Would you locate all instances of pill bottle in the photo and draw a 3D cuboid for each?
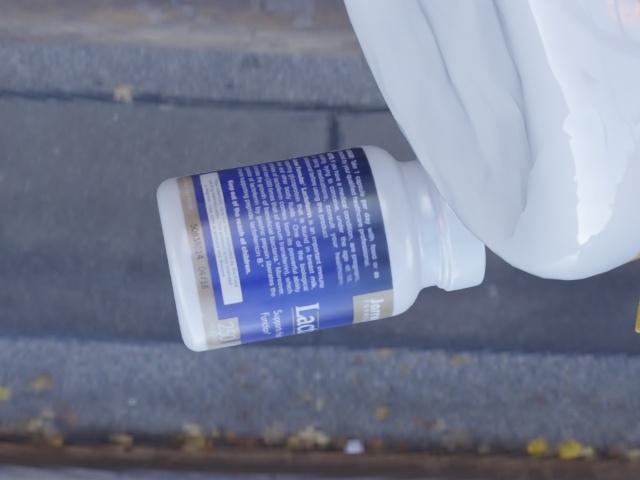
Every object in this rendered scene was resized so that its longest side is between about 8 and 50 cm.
[{"bbox_3d":[0.147,-0.111,0.435,0.278,0.162,0.162,-22,129,-9],"label":"pill bottle"},{"bbox_3d":[0.000,0.000,1.476,0.265,0.153,0.153,-10,129,-4],"label":"pill bottle"}]

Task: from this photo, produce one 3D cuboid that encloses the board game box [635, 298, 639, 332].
[{"bbox_3d":[0.408,0.059,1.157,0.317,0.064,0.242,13,172,-12],"label":"board game box"}]
